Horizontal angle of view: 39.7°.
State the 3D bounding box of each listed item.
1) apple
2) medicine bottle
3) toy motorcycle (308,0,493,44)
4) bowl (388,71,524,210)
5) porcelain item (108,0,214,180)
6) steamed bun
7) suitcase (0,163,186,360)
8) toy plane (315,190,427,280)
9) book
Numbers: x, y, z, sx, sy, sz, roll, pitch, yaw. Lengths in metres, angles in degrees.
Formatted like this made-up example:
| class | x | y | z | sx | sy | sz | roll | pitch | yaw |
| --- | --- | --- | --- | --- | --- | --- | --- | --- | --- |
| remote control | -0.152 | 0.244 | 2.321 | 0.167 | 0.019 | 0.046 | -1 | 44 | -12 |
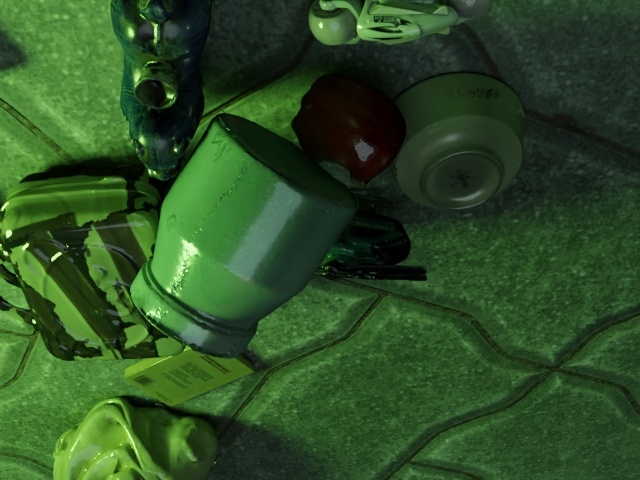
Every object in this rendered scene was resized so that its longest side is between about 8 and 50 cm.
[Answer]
| class | x | y | z | sx | sy | sz | roll | pitch | yaw |
| --- | --- | --- | --- | --- | --- | --- | --- | --- | --- |
| apple | 0.041 | -0.170 | 1.308 | 0.158 | 0.156 | 0.147 | 38 | 130 | -9 |
| medicine bottle | -0.120 | -0.001 | 1.271 | 0.245 | 0.245 | 0.290 | 27 | 105 | -30 |
| toy motorcycle | 0.109 | -0.308 | 1.192 | 0.254 | 0.112 | 0.112 | -10 | 138 | 7 |
| bowl | 0.212 | -0.135 | 1.386 | 0.238 | 0.126 | 0.238 | -2 | 137 | -2 |
| porcelain item | -0.218 | -0.232 | 1.192 | 0.138 | 0.186 | 0.288 | 4 | 136 | -8 |
| steamed bun | -0.419 | 0.526 | 1.982 | 0.394 | 0.237 | 0.346 | -12 | 137 | 8 |
| suitcase | -0.386 | 0.037 | 1.472 | 0.339 | 0.194 | 0.351 | -4 | 130 | 4 |
| toy plane | 0.000 | 0.000 | 1.502 | 0.382 | 0.155 | 0.106 | 9 | 140 | 10 |
| book | -0.277 | 0.274 | 1.871 | 0.231 | 0.026 | 0.161 | -25 | 135 | 21 |
